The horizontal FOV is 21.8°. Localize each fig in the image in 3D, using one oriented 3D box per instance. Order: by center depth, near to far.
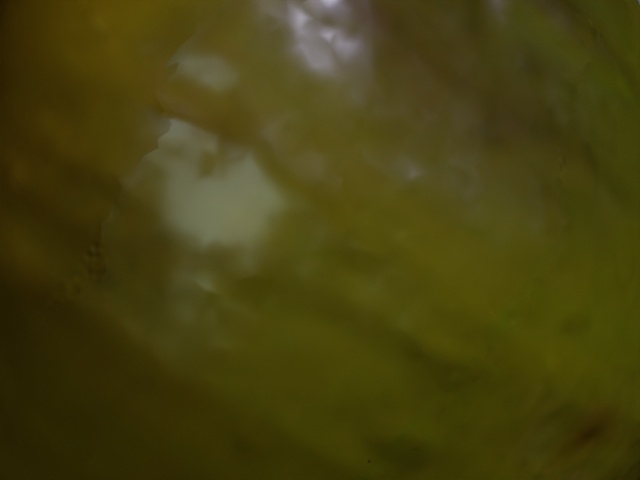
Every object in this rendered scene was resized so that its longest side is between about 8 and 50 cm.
[{"bbox_3d":[-0.003,0.005,0.634,0.343,0.343,0.343,0,95,3],"label":"fig"}]

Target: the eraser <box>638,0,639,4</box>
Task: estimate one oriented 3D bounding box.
[{"bbox_3d":[0.233,-0.094,0.728,0.210,0.068,0.124,-33,94,0],"label":"eraser"}]
